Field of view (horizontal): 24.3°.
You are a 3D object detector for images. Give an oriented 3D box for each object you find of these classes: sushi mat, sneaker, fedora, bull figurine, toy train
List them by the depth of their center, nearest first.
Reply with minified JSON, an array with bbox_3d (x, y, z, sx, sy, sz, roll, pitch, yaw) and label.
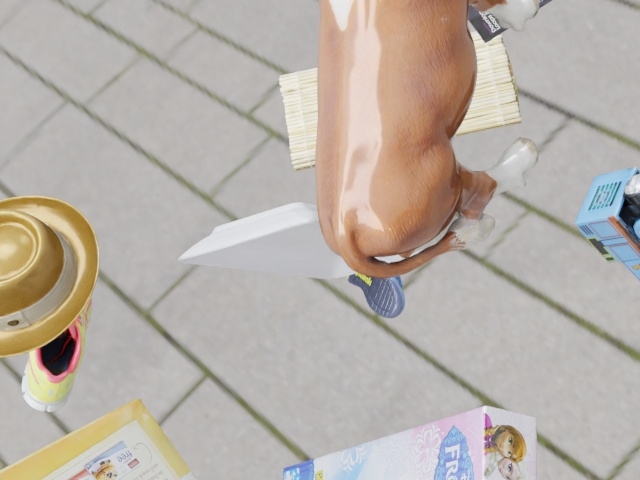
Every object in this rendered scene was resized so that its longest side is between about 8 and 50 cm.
[{"bbox_3d":[0.061,-0.130,0.948,0.101,0.188,0.310,7,90,40],"label":"bull figurine"},{"bbox_3d":[0.332,0.004,1.418,0.105,0.184,0.080,-10,45,51],"label":"toy train"},{"bbox_3d":[-0.326,0.024,1.518,0.194,0.079,0.194,-5,65,11],"label":"fedora"},{"bbox_3d":[-0.316,0.100,1.818,0.094,0.081,0.208,128,145,-61],"label":"sneaker"},{"bbox_3d":[0.087,0.061,1.989,0.053,0.059,0.144,-64,28,16],"label":"sneaker"},{"bbox_3d":[0.106,-0.192,2.000,0.316,0.019,0.151,-12,63,3],"label":"sushi mat"}]

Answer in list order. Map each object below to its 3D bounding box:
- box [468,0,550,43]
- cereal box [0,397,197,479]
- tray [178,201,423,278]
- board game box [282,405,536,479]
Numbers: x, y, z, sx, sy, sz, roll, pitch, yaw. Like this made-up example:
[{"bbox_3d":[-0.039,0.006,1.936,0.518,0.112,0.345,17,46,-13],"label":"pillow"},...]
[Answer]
[{"bbox_3d":[0.228,-0.326,1.795,0.162,0.116,0.029,-31,11,37],"label":"box"},{"bbox_3d":[-0.087,0.211,0.708,0.173,0.240,0.047,-25,-15,-47],"label":"cereal box"},{"bbox_3d":[0.000,0.000,1.387,0.145,0.270,0.030,-17,77,29],"label":"tray"},{"bbox_3d":[0.069,0.337,1.342,0.318,0.066,0.319,-28,53,50],"label":"board game box"}]
